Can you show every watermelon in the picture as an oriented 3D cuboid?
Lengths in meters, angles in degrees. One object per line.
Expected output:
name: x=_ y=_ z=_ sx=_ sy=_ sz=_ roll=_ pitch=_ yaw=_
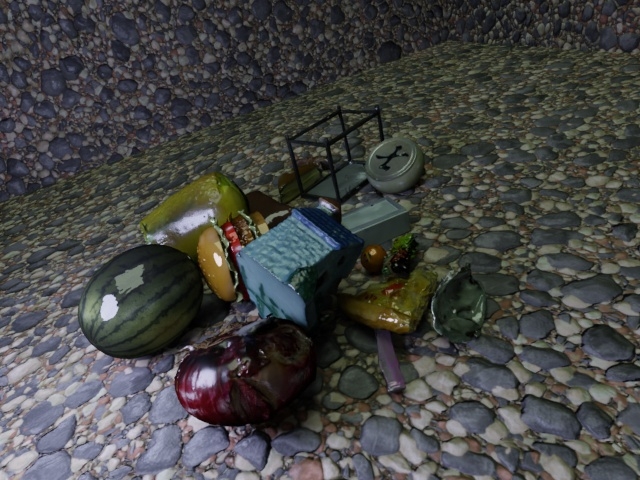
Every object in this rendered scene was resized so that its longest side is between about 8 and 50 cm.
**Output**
watermelon: x=-0.477 y=0.156 z=1.263 sx=0.278 sy=0.279 sz=0.359 roll=12 pitch=38 yaw=37

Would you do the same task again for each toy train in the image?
toy train: x=0.224 y=0.043 z=1.290 sx=0.085 sy=0.053 sz=0.249 roll=-24 pitch=9 yaw=25

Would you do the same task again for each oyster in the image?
oyster: x=0.325 y=0.138 z=1.096 sx=0.087 sy=0.199 sz=0.252 roll=-44 pitch=31 yaw=40

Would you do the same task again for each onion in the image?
onion: x=-0.147 y=0.287 z=0.984 sx=0.313 sy=0.233 sz=0.314 roll=-18 pitch=6 yaw=2

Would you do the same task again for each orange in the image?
orange: x=0.158 y=0.052 z=1.346 sx=0.083 sy=0.084 sz=0.084 roll=-11 pitch=32 yaw=7

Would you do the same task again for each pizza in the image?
pizza: x=0.196 y=0.133 z=1.181 sx=0.287 sy=0.075 sz=0.279 roll=-28 pitch=20 yaw=-36

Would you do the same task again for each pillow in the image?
pillow: x=-0.266 y=-0.065 z=1.679 sx=0.307 sy=0.108 sz=0.305 roll=-37 pitch=38 yaw=-22

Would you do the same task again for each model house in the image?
model house: x=-0.010 y=0.059 z=1.175 sx=0.251 sy=0.295 sz=0.329 roll=30 pitch=58 yaw=29

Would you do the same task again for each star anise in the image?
star anise: x=-0.026 y=-0.340 z=2.067 sx=0.171 sy=0.063 sz=0.208 roll=-16 pitch=28 yaw=-10

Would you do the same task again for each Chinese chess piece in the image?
Chinese chess piece: x=0.278 y=-0.284 z=1.742 sx=0.237 sy=0.092 sz=0.238 roll=-15 pitch=55 yaw=23

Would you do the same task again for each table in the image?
table: x=0.074 y=-0.352 z=1.834 sx=0.222 sy=0.272 sz=0.335 roll=15 pitch=43 yaw=40

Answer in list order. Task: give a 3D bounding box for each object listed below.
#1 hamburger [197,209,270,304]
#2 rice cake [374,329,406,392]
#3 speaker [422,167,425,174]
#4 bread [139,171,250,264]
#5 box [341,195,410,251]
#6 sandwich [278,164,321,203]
hamburger: x=-0.247 y=0.054 z=1.337 sx=0.212 sy=0.275 sz=0.274 roll=-20 pitch=32 yaw=-17
rice cake: x=0.156 y=0.266 z=1.052 sx=0.047 sy=0.036 sz=0.207 roll=-16 pitch=31 yaw=8
speaker: x=0.363 y=-0.276 z=1.813 sx=0.094 sy=0.060 sz=0.075 roll=27 pitch=39 yaw=0
bread: x=-0.415 y=-0.066 z=1.535 sx=0.376 sy=0.208 sz=0.251 roll=-29 pitch=52 yaw=13
box: x=0.163 y=-0.051 z=1.502 sx=0.225 sy=0.086 sz=0.129 roll=-22 pitch=32 yaw=-13
sandwich: x=-0.110 y=-0.243 z=1.914 sx=0.088 sy=0.090 sz=0.244 roll=20 pitch=46 yaw=40
